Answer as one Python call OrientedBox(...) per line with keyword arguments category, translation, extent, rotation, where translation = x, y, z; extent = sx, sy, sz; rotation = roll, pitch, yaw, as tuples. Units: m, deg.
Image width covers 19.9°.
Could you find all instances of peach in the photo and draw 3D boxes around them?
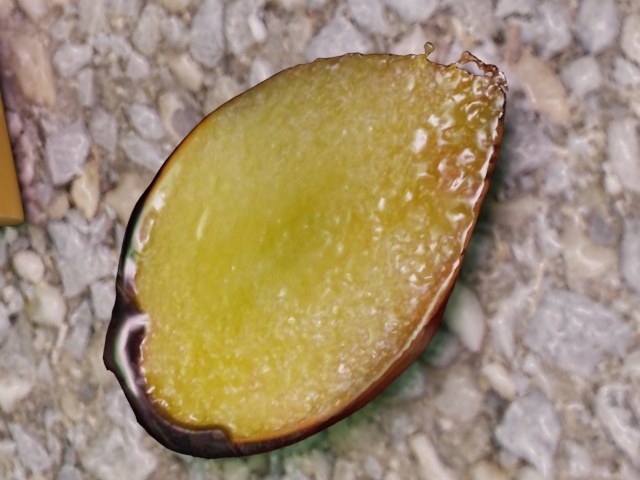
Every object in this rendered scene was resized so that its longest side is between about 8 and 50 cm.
OrientedBox(category="peach", translation=(0.001, 0.001, 0.975), extent=(0.279, 0.068, 0.189), rotation=(-36, 69, 21))

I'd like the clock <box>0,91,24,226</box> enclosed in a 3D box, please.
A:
OrientedBox(category="clock", translation=(-0.315, -0.144, 1.047), extent=(0.244, 0.200, 0.317), rotation=(-12, 77, 19))
